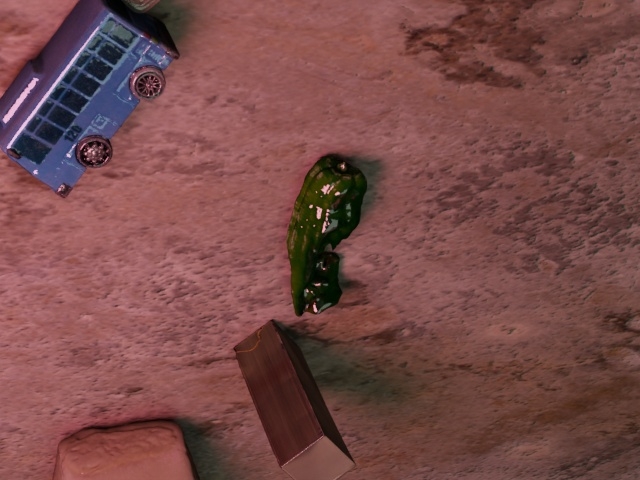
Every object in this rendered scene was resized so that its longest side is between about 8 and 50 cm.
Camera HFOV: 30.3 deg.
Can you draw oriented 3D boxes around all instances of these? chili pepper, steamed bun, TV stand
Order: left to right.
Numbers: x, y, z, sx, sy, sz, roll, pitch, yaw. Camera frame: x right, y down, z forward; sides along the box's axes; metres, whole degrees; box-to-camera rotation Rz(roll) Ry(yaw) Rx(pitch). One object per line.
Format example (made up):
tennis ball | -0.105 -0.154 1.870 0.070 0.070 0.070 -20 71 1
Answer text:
steamed bun | -0.283 0.476 1.808 0.247 0.236 0.384 -8 125 -14
TV stand | -0.043 0.237 1.707 0.082 0.269 0.088 -37 126 7
chili pepper | 0.001 0.000 1.681 0.099 0.083 0.253 -9 130 -26

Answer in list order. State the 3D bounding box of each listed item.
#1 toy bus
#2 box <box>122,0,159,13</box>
toy bus | -0.290 -0.181 1.424 0.133 0.116 0.234 32 106 -34
box | -0.200 -0.338 1.380 0.122 0.062 0.089 -38 128 9
